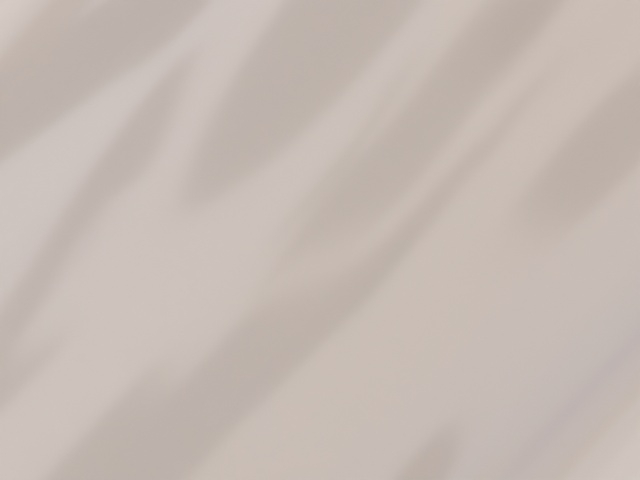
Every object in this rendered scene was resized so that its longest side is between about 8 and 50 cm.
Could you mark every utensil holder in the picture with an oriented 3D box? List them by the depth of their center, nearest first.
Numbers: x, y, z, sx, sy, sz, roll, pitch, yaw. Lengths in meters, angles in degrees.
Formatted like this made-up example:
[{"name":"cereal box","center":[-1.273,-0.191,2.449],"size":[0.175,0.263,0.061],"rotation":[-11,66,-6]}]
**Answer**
[{"name":"utensil holder","center":[0.000,0.000,0.678],"size":[0.327,0.327,0.385],"rotation":[40,72,8]}]
